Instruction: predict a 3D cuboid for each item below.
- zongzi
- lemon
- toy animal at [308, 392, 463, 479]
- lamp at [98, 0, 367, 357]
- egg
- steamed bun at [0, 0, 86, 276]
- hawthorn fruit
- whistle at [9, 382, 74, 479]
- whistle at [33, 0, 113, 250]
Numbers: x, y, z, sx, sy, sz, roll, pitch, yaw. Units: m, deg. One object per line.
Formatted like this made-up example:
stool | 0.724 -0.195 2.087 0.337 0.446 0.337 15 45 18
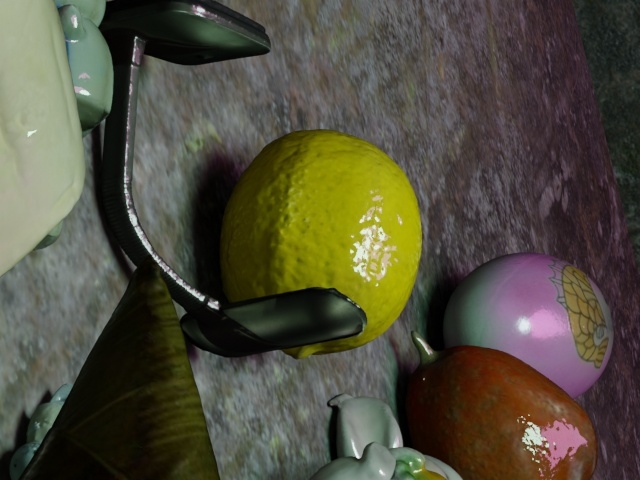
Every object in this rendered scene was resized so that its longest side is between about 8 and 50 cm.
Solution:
zongzi | -0.161 0.216 0.764 0.403 0.207 0.432 6 79 -65
lemon | -0.002 0.002 1.327 0.193 0.180 0.181 -52 136 -21
toy animal | 0.058 0.254 1.398 0.208 0.154 0.325 51 7 -13
lamp | -0.070 -0.048 1.161 0.124 0.203 0.283 -7 90 -49
egg | 0.243 0.112 1.865 0.271 0.196 0.196 -15 95 -57
steamed bun | -0.236 -0.068 0.831 0.200 0.170 0.226 -37 138 -32
hawthorn fruit | 0.174 0.197 1.686 0.251 0.199 0.199 50 28 -7
whistle | -0.176 0.129 1.017 0.100 0.035 0.035 -74 146 -52
whistle | -0.187 -0.113 1.023 0.092 0.110 0.244 12 65 -32
